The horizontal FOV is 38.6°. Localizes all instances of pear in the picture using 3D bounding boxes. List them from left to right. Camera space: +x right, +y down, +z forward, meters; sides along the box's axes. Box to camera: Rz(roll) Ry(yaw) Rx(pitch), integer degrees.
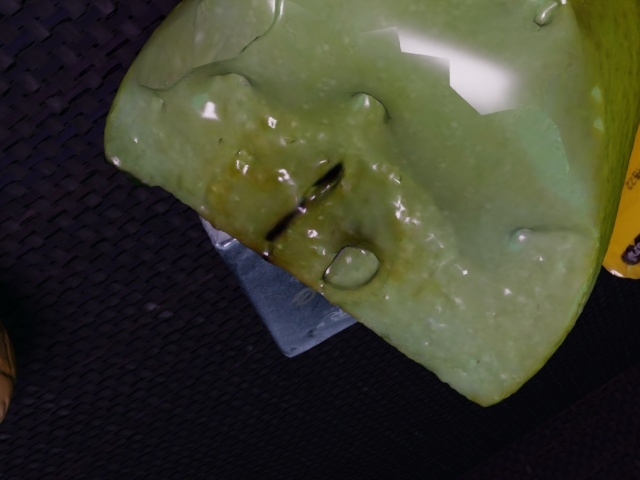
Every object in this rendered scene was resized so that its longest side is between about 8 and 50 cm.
[{"bbox_3d":[0.075,-0.108,0.622,0.318,0.342,0.238,-56,180,35],"label":"pear"}]

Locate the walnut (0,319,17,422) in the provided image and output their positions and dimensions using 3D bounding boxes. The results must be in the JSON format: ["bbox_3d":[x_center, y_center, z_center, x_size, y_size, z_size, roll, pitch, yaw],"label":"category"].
[{"bbox_3d":[-0.323,0.098,0.699,0.165,0.165,0.197,-24,146,-11],"label":"walnut"}]

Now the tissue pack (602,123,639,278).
[{"bbox_3d":[0.314,-0.200,0.689,0.228,0.293,0.382,-4,140,-30],"label":"tissue pack"}]

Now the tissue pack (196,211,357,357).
[{"bbox_3d":[0.000,0.000,0.912,0.185,0.081,0.257,-28,149,-3],"label":"tissue pack"}]
